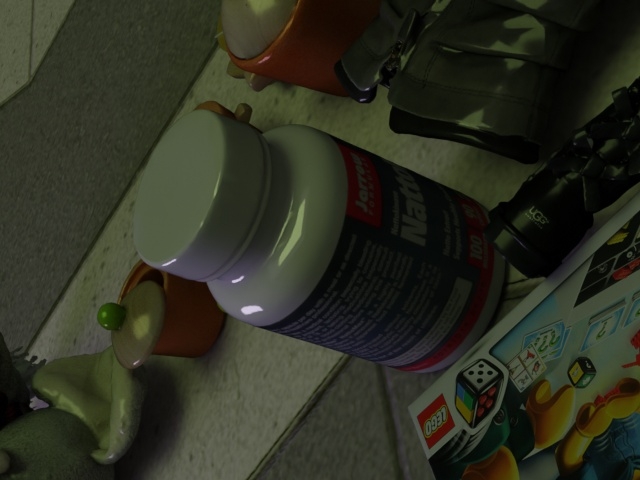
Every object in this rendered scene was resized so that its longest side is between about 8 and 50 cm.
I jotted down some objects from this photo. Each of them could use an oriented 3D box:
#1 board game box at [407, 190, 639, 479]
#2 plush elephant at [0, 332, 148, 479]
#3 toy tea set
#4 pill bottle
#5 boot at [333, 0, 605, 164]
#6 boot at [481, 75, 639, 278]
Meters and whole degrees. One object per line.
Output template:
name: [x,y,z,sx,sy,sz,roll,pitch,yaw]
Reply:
board game box: [0.173,0.057,0.403,0.305,0.053,0.193,-49,41,28]
plush elephant: [-0.276,0.171,0.805,0.255,0.330,0.272,22,105,33]
toy tea set: [-0.074,-0.067,0.738,0.200,0.124,0.336,9,80,55]
pill bottle: [0.000,0.000,0.555,0.108,0.180,0.108,-28,53,44]
boot: [0.135,-0.137,0.521,0.223,0.118,0.338,-69,24,6]
boot: [0.125,-0.030,0.489,0.045,0.121,0.099,46,103,9]
